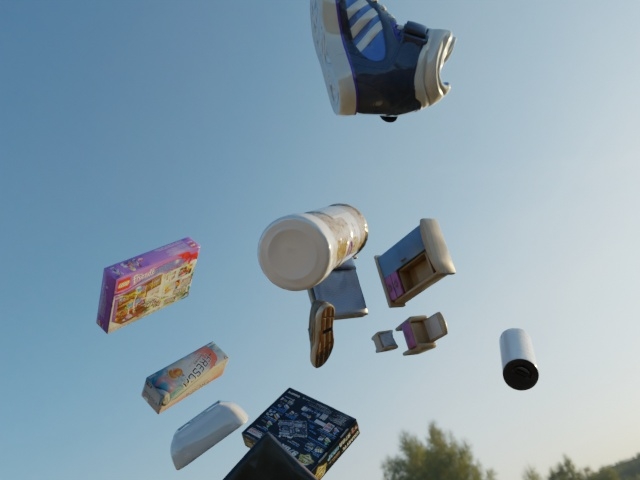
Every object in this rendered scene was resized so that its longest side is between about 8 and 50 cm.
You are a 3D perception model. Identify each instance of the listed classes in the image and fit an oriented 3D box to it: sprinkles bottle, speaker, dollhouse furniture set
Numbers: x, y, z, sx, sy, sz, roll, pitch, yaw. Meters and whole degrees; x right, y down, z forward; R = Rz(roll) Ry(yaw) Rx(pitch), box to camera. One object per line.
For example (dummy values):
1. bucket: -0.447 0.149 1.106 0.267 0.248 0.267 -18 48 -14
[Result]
1. sprinkles bottle: 0.000 0.000 1.084 0.121 0.121 0.355 -27 0 16
2. speaker: 0.321 0.190 0.971 0.055 0.055 0.136 -28 5 18
3. dollhouse furniture set: 0.114 0.097 1.292 0.304 0.286 0.198 0 -28 -31

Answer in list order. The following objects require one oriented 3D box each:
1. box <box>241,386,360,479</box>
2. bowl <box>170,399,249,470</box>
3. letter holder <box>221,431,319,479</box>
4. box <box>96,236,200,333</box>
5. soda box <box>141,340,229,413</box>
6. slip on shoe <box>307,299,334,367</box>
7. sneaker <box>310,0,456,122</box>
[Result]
1. box: -0.046 0.449 1.393 0.175 0.220 0.051 -38 -51 -38
2. bowl: -0.195 0.322 1.018 0.142 0.053 0.142 -34 -3 -13
3. letter holder: -0.012 0.426 0.779 0.152 0.302 0.214 -45 -16 -23
4. box: -0.481 0.121 1.681 0.293 0.057 0.200 -26 -35 -49
5. soda box: -0.278 0.282 1.242 0.183 0.058 0.062 -26 -32 -49
6. slip on shoe: -0.004 0.177 1.141 0.051 0.041 0.135 -17 -60 -42
7. sneaker: 0.116 -0.370 1.072 0.237 0.322 0.130 -8 -18 -8
